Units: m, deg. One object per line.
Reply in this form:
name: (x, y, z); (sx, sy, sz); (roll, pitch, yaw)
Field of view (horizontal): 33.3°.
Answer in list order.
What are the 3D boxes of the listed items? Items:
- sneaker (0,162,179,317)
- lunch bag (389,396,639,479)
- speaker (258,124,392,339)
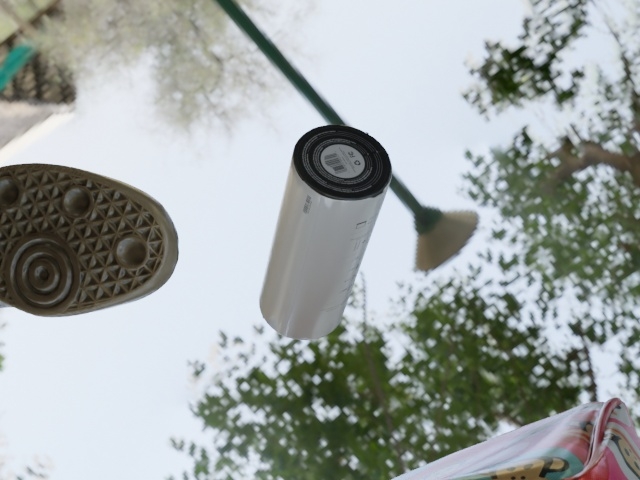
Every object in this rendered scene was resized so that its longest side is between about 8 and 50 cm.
sneaker: (-0.143, 0.001, 0.493); (0.188, 0.066, 0.071); (-1, 180, 17)
lunch bag: (0.050, 0.186, 0.585); (0.293, 0.120, 0.258); (-28, 173, 19)
speaker: (0.000, 0.000, 0.611); (0.055, 0.055, 0.136); (-57, 169, -38)
